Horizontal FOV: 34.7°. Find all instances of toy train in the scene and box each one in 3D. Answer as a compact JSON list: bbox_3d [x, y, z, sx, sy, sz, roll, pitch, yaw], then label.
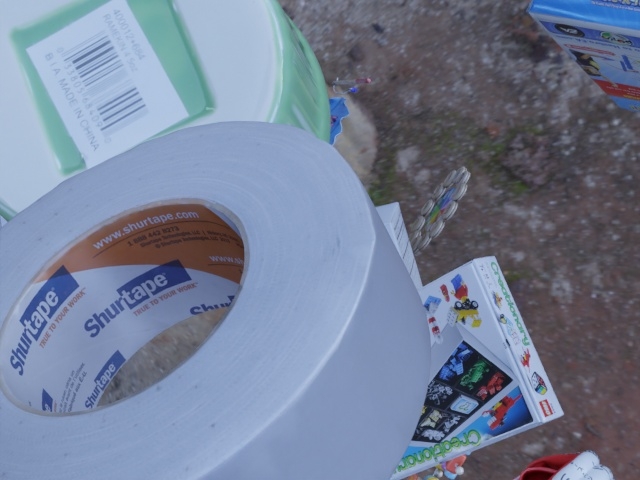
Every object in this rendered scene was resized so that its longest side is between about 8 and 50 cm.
[{"bbox_3d":[0.175,0.360,1.582,0.046,0.125,0.166,29,109,0],"label":"toy train"}]

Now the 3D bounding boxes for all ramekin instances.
[{"bbox_3d":[-0.149,-0.112,0.834,0.303,0.148,0.304,-1,78,6],"label":"ramekin"}]

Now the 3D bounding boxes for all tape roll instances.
[{"bbox_3d":[-0.068,0.047,0.431,0.219,0.219,0.072,-38,130,-12],"label":"tape roll"}]

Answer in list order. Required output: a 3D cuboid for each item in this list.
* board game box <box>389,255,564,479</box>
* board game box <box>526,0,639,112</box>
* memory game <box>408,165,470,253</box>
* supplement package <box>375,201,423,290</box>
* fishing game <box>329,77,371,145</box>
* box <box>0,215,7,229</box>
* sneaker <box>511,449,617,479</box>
[{"bbox_3d":[0.118,0.168,1.213,0.053,0.305,0.193,-7,71,-47],"label":"board game box"},{"bbox_3d":[0.433,-0.205,1.131,0.302,0.308,0.086,23,89,-52],"label":"board game box"},{"bbox_3d":[0.211,-0.056,1.855,0.012,0.186,0.186,33,82,-10],"label":"memory game"},{"bbox_3d":[0.101,0.042,1.743,0.105,0.105,0.179,-13,109,16],"label":"supplement package"},{"bbox_3d":[-0.024,-0.177,1.744,0.041,0.189,0.264,38,81,-23],"label":"fishing game"},{"bbox_3d":[-0.527,-0.143,1.660,0.479,0.472,0.298,0,120,-4],"label":"box"},{"bbox_3d":[0.201,0.268,0.873,0.090,0.270,0.145,-31,71,-27],"label":"sneaker"}]
